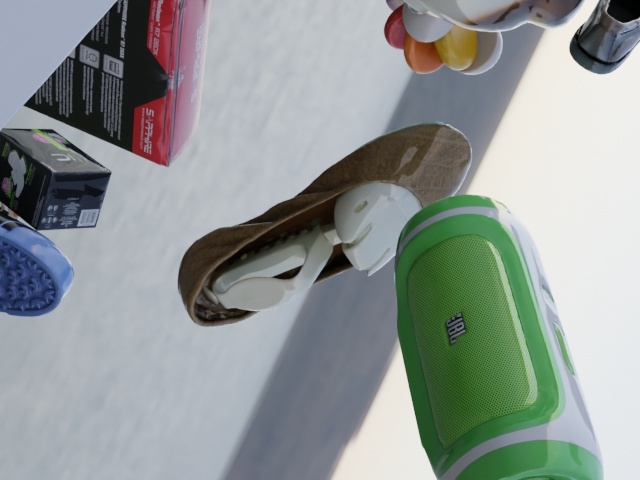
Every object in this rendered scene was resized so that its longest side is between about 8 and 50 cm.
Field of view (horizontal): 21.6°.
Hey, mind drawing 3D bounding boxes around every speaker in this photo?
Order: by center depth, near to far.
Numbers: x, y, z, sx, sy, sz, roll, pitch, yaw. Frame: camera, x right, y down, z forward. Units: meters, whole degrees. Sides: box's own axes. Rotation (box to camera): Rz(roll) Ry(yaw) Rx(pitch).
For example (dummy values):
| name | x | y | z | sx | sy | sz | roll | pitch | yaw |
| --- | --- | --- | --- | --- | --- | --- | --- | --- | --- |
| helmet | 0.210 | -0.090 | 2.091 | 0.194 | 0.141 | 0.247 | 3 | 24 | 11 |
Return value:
| name | x | y | z | sx | sy | sz | roll | pitch | yaw |
| --- | --- | --- | --- | --- | --- | --- | --- | --- | --- |
| speaker | 0.136 | 0.100 | 1.332 | 0.296 | 0.131 | 0.131 | -100 | -153 | -46 |

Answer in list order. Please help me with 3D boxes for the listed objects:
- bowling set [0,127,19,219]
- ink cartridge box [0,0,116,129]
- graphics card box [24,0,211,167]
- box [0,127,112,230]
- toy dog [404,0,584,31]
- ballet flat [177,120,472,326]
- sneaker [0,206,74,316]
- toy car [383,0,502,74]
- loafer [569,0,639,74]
| name | x | y | z | sx | sy | sz | roll | pitch | yaw |
| --- | --- | --- | --- | --- | --- | --- | --- | --- | --- |
| bowling set | -0.493 | -0.068 | 2.410 | 0.200 | 0.287 | 0.154 | -25 | 116 | -47 |
| ink cartridge box | -0.247 | -0.224 | 1.134 | 0.309 | 0.130 | 0.272 | -46 | -138 | 16 |
| graphics card box | -0.293 | -0.248 | 1.740 | 0.233 | 0.371 | 0.094 | 99 | 18 | -45 |
| box | -0.217 | -0.049 | 1.319 | 0.062 | 0.083 | 0.052 | -4 | 120 | -48 |
| toy dog | 0.192 | -0.385 | 1.627 | 0.395 | 0.284 | 0.408 | -11 | -127 | 53 |
| ballet flat | 0.000 | 0.000 | 1.672 | 0.342 | 0.116 | 0.124 | -24 | -150 | 19 |
| sneaker | -0.276 | -0.016 | 1.285 | 0.090 | 0.232 | 0.081 | -46 | 150 | -49 |
| toy car | 0.143 | -0.293 | 2.100 | 0.159 | 0.136 | 0.182 | 30 | 60 | -48 |
| loafer | 0.407 | -0.312 | 2.177 | 0.267 | 0.096 | 0.084 | -53 | 173 | -43 |
